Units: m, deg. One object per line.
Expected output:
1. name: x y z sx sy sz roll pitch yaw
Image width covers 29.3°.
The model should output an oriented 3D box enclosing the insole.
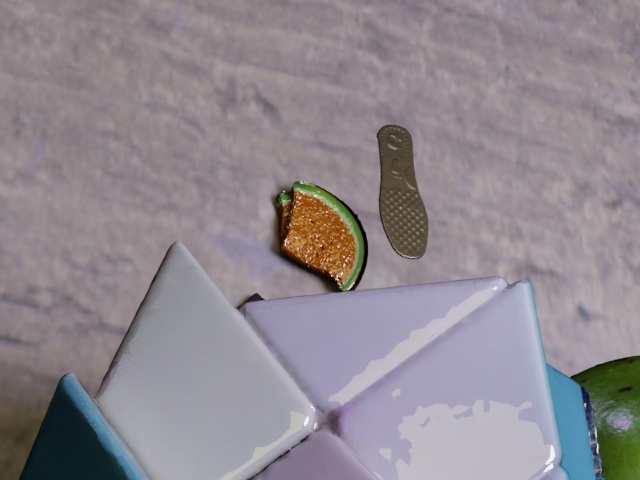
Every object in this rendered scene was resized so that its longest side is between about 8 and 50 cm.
1. insole: 0.072 -0.045 1.084 0.045 0.002 0.135 5 62 -16

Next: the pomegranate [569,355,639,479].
1. pomegranate: 0.237 0.212 0.868 0.270 0.254 0.254 -29 76 -31

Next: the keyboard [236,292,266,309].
1. keyboard: 0.004 0.120 0.969 0.195 0.018 0.060 40 56 4

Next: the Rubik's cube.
1. Rubik's cube: 0.001 0.216 0.714 0.368 0.358 0.387 -5 62 1

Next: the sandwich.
1. sandwich: 0.000 -0.004 1.027 0.101 0.026 0.069 35 63 5
